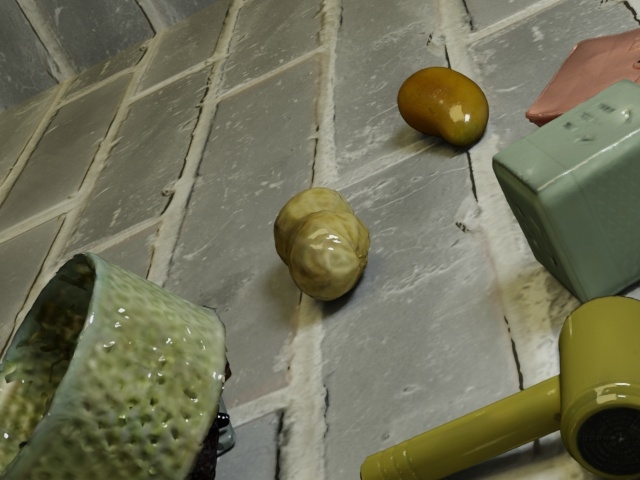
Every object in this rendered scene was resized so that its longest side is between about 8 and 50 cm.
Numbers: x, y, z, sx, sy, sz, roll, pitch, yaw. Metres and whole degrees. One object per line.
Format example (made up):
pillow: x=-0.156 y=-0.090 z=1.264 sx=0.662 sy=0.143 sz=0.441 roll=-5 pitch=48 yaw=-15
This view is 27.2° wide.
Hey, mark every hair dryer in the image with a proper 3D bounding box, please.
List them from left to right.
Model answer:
hair dryer: x=0.154 y=0.156 z=1.068 sx=0.278 sy=0.090 sz=0.135 roll=-27 pitch=23 yaw=23

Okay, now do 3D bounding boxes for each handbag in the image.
handbag: x=0.349 y=-0.189 z=1.587 sx=0.157 sy=0.059 sz=0.212 roll=-12 pitch=27 yaw=38

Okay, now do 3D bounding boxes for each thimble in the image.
thimble: x=-0.218 y=0.154 z=1.281 sx=0.271 sy=0.150 sz=0.271 roll=-47 pitch=26 yaw=32

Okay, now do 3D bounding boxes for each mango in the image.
mango: x=0.166 y=-0.180 z=1.764 sx=0.102 sy=0.085 sz=0.184 roll=-33 pitch=27 yaw=-7

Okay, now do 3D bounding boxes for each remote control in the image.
remote control: x=-0.128 y=0.181 z=1.418 sx=0.050 sy=0.027 sz=0.184 roll=-31 pitch=23 yaw=-2

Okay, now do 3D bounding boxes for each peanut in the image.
peanut: x=0.000 y=0.000 z=1.564 sx=0.103 sy=0.098 sz=0.229 roll=10 pitch=18 yaw=-14

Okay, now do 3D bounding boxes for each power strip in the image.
power strip: x=0.300 y=-0.063 z=1.263 sx=0.224 sy=0.139 sz=0.140 roll=-31 pitch=21 yaw=-1

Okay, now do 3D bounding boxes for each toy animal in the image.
toy animal: x=-0.131 y=0.216 z=1.280 sx=0.105 sy=0.070 sz=0.202 roll=125 pitch=163 yaw=-52
